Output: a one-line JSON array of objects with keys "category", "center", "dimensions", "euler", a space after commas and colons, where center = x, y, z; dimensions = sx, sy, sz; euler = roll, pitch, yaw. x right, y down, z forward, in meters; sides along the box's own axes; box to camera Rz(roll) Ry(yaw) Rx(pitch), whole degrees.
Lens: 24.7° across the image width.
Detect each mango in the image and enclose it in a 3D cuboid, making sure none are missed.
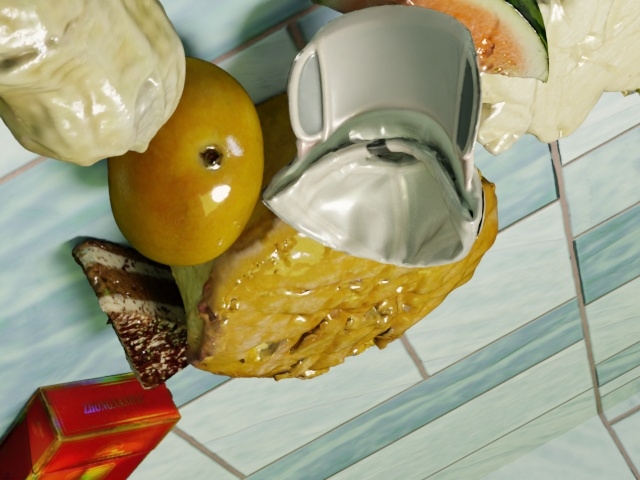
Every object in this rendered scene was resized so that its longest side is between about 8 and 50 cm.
[{"category": "mango", "center": [-0.134, -0.063, 1.405], "dimensions": [0.139, 0.175, 0.254], "euler": [-7, 150, -18]}]

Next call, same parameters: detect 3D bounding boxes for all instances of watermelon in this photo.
[{"category": "watermelon", "center": [0.118, -0.223, 1.383], "dimensions": [0.245, 0.063, 0.119], "euler": [16, 133, -10]}]

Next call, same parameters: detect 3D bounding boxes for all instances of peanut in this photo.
[{"category": "peanut", "center": [-0.210, -0.164, 1.147], "dimensions": [0.174, 0.158, 0.340], "euler": [-64, 157, -15]}]

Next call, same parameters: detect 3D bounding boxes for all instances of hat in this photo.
[{"category": "hat", "center": [0.071, -0.099, 1.384], "dimensions": [0.219, 0.226, 0.164], "euler": [11, 172, 24]}]

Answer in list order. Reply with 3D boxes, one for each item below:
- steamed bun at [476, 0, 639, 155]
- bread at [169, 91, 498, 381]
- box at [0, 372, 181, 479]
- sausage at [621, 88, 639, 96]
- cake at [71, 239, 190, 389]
[{"category": "steamed bun", "center": [0.255, -0.234, 1.543], "dimensions": [0.292, 0.137, 0.295], "euler": [3, 134, -43]}, {"category": "bread", "center": [0.000, 0.000, 1.637], "dimensions": [0.398, 0.215, 0.398], "euler": [-21, 154, -11]}, {"category": "box", "center": [-0.353, 0.306, 2.032], "dimensions": [0.197, 0.089, 0.313], "euler": [-4, 146, -41]}, {"category": "sausage", "center": [0.514, -0.269, 1.760], "dimensions": [0.347, 0.123, 0.123], "euler": [-32, 156, 12]}, {"category": "cake", "center": [-0.190, 0.061, 1.689], "dimensions": [0.135, 0.112, 0.246], "euler": [-27, 153, -9]}]
